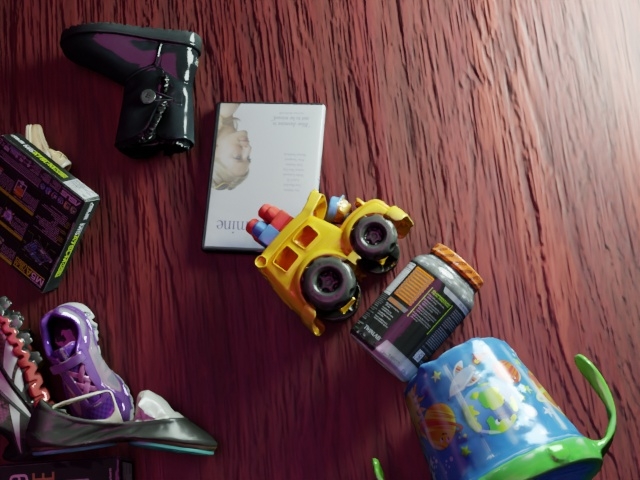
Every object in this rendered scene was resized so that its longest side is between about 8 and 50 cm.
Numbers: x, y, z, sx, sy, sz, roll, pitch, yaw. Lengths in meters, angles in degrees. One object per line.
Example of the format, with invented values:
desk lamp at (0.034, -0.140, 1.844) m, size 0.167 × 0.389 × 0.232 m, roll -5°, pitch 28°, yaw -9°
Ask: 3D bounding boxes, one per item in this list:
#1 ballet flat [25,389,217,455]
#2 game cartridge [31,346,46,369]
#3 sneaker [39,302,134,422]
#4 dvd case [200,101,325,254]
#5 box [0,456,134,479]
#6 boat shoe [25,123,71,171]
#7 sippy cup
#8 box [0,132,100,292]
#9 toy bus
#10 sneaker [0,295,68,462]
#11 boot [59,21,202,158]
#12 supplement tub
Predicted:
ballet flat at (-0.289, 0.268, 1.703) m, size 0.280 × 0.095 × 0.096 m, roll 3°, pitch 80°, yaw -16°
game cartridge at (-0.645, 0.187, 1.850) m, size 0.324 × 0.052 × 0.285 m, roll 41°, pitch 86°, yaw 17°
sneaker at (-0.368, 0.198, 1.771) m, size 0.095 × 0.104 × 0.236 m, roll -28°, pitch 76°, yaw -1°
dvd case at (-0.091, -0.100, 1.843) m, size 0.180 × 0.022 × 0.253 m, roll 2°, pitch 77°, yaw 10°
box at (-0.399, 0.483, 1.717) m, size 0.243 × 0.076 × 0.307 m, roll -5°, pitch 76°, yaw 8°
boat shoe at (-0.434, -0.116, 1.890) m, size 0.059 × 0.063 × 0.170 m, roll -20°, pitch 83°, yaw 2°
sippy cup at (0.233, 0.265, 1.601) m, size 0.305 × 0.240 × 0.224 m, roll -9°, pitch 57°, yaw -32°
box at (-0.463, -0.044, 1.842) m, size 0.191 × 0.045 × 0.184 m, roll 36°, pitch 115°, yaw 17°
toy bus at (0.000, 0.000, 1.732) m, size 0.211 × 0.149 × 0.220 m, roll 41°, pitch 84°, yaw 14°
sneaker at (-0.476, 0.213, 1.746) m, size 0.135 × 0.097 × 0.276 m, roll -23°, pitch 96°, yaw -9°
boot at (-0.317, -0.242, 1.881) m, size 0.247 × 0.094 × 0.207 m, roll 4°, pitch 73°, yaw 5°
supplement tub at (0.144, 0.104, 1.701) m, size 0.117 × 0.117 × 0.190 m, roll 41°, pitch 85°, yaw 17°
